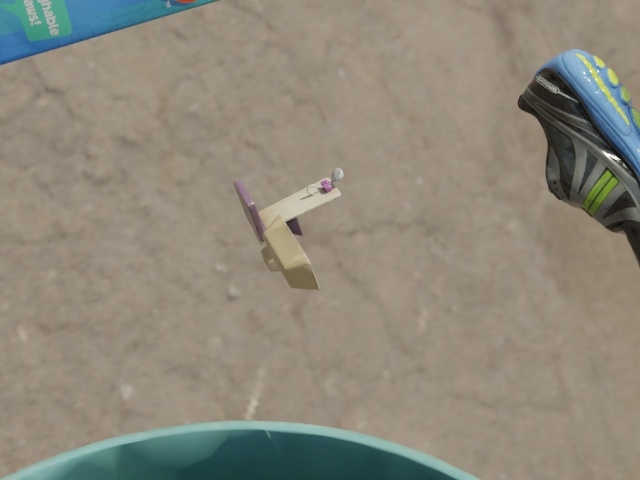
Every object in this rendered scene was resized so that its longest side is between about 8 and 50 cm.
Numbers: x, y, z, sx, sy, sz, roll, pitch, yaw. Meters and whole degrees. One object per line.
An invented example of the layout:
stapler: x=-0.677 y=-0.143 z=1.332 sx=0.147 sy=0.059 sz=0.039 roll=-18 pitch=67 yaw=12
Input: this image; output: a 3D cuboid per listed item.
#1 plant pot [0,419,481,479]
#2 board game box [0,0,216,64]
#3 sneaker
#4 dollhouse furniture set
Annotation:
plant pot: x=-0.023 y=0.245 z=0.525 sx=0.235 sy=0.293 sz=0.293 roll=78 pitch=25 yaw=-45
board game box: x=-0.136 y=-0.161 z=0.699 sx=0.047 sy=0.210 sz=0.160 roll=-105 pitch=178 yaw=-70
sneaker: x=0.201 y=-0.041 z=1.123 sx=0.067 sy=0.078 sz=0.188 roll=-21 pitch=79 yaw=-54
dollhouse furniture set: x=0.000 y=0.000 z=1.236 sx=0.114 sy=0.081 sz=0.091 roll=57 pitch=-10 yaw=48
